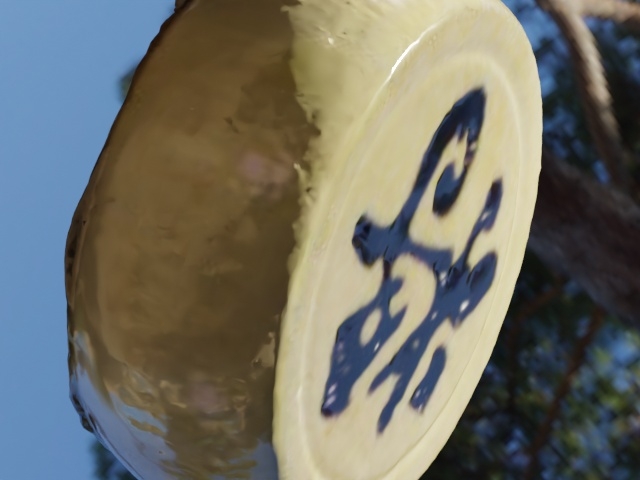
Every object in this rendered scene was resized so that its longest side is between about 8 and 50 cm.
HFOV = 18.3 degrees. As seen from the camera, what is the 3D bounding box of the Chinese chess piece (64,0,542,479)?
[{"bbox_3d":[0.000,0.000,0.845,0.104,0.257,0.257,18,-114,25],"label":"Chinese chess piece"}]
